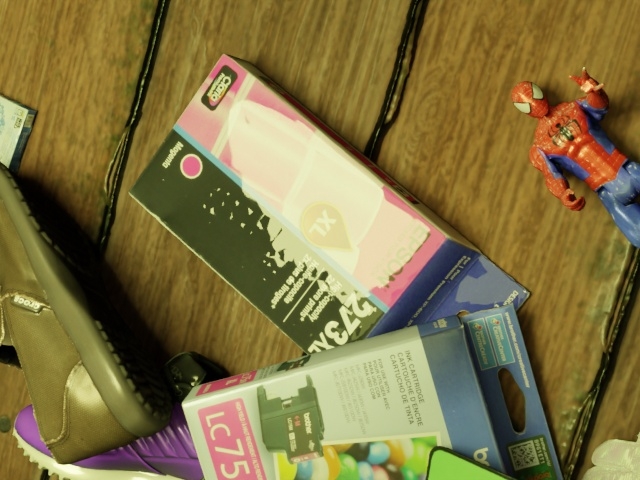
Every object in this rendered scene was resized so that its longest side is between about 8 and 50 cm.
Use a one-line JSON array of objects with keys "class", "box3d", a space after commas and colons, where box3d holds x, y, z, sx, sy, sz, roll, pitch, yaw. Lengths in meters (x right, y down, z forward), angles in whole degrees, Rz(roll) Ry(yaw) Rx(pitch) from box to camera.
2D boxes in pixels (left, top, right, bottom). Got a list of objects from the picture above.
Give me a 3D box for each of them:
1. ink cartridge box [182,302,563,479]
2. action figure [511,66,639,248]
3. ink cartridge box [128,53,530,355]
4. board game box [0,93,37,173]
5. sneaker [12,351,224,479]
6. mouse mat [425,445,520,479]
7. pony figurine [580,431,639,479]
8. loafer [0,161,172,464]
[{"class": "ink cartridge box", "box3d": [0.051, 0.185, 0.871, 0.311, 0.065, 0.186, -16, 94, 2]}, {"class": "action figure", "box3d": [0.258, -0.040, 0.803, 0.280, 0.139, 0.091, 46, 104, 15]}, {"class": "ink cartridge box", "box3d": [0.000, 0.000, 0.934, 0.371, 0.069, 0.176, 40, 104, 12]}, {"class": "board game box", "box3d": [-0.369, -0.119, 1.079, 0.090, 0.020, 0.090, 26, 100, 16]}, {"class": "sneaker", "box3d": [-0.162, 0.177, 0.979, 0.293, 0.102, 0.146, 12, 96, 11]}, {"class": "mouse mat", "box3d": [0.135, 0.279, 0.796, 0.152, 0.007, 0.190, 17, 103, 42]}, {"class": "pony figurine", "box3d": [0.322, 0.316, 0.701, 0.350, 0.363, 0.303, 5, 87, 31]}, {"class": "loafer", "box3d": [-0.283, 0.063, 0.946, 0.130, 0.134, 0.366, -38, 57, 2]}]
